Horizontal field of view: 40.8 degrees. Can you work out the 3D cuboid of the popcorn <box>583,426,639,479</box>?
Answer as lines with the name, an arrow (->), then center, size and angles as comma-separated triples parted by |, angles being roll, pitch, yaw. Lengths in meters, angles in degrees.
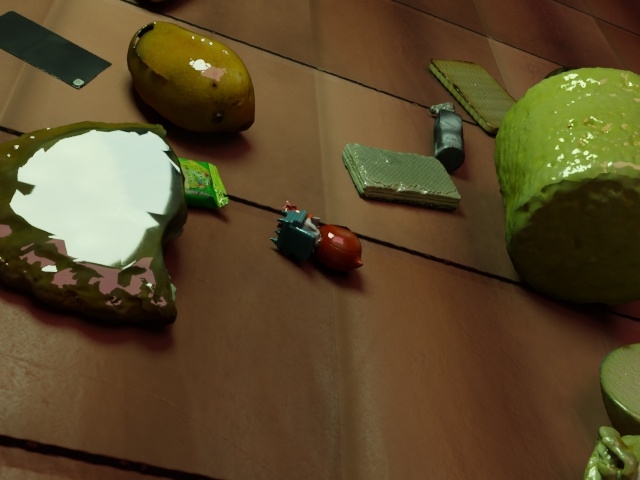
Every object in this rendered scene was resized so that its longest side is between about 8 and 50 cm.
popcorn -> 0.400, 0.311, 1.085 | 0.135, 0.142, 0.162 | 38, 33, -67

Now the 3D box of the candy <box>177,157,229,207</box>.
candy -> -0.225, -0.091, 1.243 | 0.178, 0.032, 0.102 | 7, 42, -25

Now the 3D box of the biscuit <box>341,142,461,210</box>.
biscuit -> 0.143, -0.113, 1.507 | 0.199, 0.040, 0.121 | 6, 40, -27

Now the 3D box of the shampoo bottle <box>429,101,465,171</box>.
shampoo bottle -> 0.247, -0.211, 1.680 | 0.064, 0.057, 0.207 | 16, 35, -5

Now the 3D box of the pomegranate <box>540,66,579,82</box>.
pomegranate -> 0.566, -0.308, 1.956 | 0.169, 0.148, 0.148 | 49, 28, -25

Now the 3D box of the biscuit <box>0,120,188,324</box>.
biscuit -> -0.271, -0.032, 1.087 | 0.335, 0.078, 0.329 | 46, 49, 16

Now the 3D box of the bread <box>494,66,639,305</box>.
bread -> 0.455, -0.086, 1.438 | 0.348, 0.348, 0.307 | 26, 42, -3

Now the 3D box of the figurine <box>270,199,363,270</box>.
figurine -> 0.000, 0.000, 1.250 | 0.140, 0.068, 0.075 | 24, 33, -3

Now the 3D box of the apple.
apple -> 0.494, 0.238, 1.249 | 0.193, 0.120, 0.265 | 31, 31, 26

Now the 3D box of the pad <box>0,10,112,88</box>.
pad -> -0.447, -0.311, 1.391 | 0.193, 0.004, 0.116 | 28, 35, 0

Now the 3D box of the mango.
mango -> -0.215, -0.266, 1.378 | 0.166, 0.136, 0.236 | -15, 49, -40

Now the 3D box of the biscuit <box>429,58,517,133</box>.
biscuit -> 0.360, -0.318, 1.908 | 0.172, 0.029, 0.254 | -4, 47, -36
